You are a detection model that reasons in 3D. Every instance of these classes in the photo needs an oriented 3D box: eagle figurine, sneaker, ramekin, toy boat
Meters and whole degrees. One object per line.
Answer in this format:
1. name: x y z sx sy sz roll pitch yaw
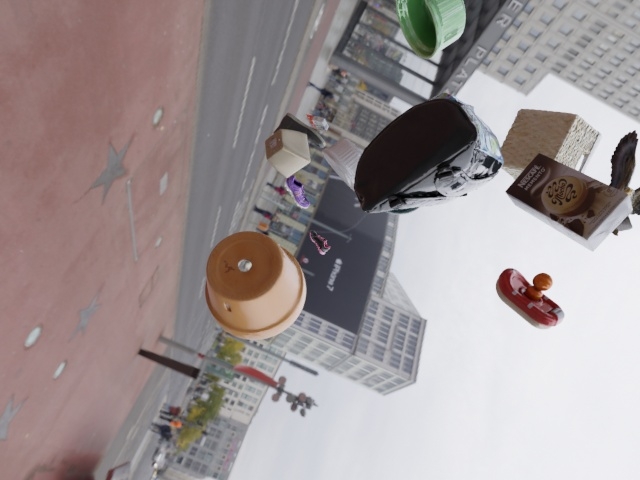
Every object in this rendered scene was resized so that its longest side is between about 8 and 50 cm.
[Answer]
1. eagle figurine: 0.993 -0.162 1.354 0.298 0.226 0.225 -55 -176 13
2. sneaker: 0.000 0.000 1.874 0.057 0.119 0.047 -30 -174 33
3. sneaker: -0.095 -0.214 1.876 0.071 0.170 0.068 -22 -149 26
4. ramekin: 0.447 -0.914 1.715 0.148 0.303 0.303 -30 -175 -2
5. toy boat: 0.695 0.166 1.381 0.151 0.231 0.151 -9 133 -40
6. sneaker: -0.089 -0.439 1.827 0.118 0.222 0.083 -53 171 -2
7. ramekin: 0.142 -0.354 1.989 0.127 0.273 0.273 -41 -173 2

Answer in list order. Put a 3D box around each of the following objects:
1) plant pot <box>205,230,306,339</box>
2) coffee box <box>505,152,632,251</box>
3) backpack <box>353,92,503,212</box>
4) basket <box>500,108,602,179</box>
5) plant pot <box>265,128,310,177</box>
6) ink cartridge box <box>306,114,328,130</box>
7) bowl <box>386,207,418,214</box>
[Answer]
1. plant pot: -0.189 0.107 1.169 0.203 0.291 0.290 87 23 -64
2. coffee box: 0.762 -0.125 1.323 0.168 0.119 0.297 -52 -134 9
3. backpack: 0.269 -0.191 0.966 0.290 0.356 0.273 -35 -119 38
4. basket: 1.104 -0.440 2.078 0.331 0.267 0.328 35 -75 52
5. plant pot: -0.107 -0.273 1.285 0.109 0.096 0.109 -28 -121 35
6. ink cartridge box: -0.021 -0.574 2.064 0.029 0.115 0.063 -59 148 -15
7. bowl: 0.386 -0.260 2.175 0.163 0.312 0.311 84 30 -77
